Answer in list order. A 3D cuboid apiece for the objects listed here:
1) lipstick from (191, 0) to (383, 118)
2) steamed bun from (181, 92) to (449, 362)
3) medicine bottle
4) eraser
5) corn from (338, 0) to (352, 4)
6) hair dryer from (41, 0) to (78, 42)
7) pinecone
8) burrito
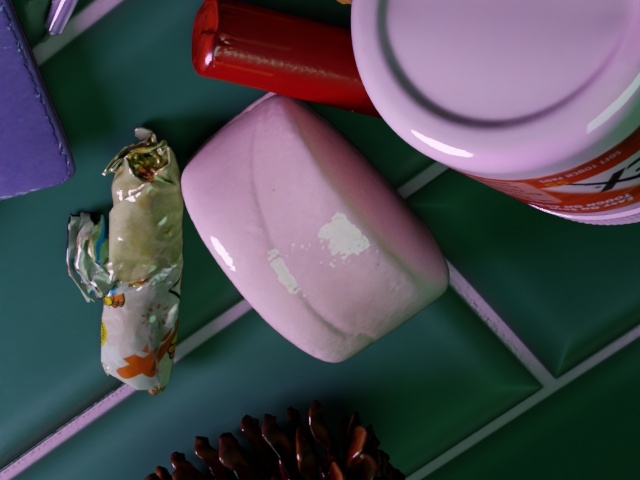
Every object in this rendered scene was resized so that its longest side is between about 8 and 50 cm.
[{"bbox_3d":[0.028,-0.142,1.201,0.279,0.073,0.073,11,123,-23],"label":"lipstick"},{"bbox_3d":[0.000,0.000,1.242,0.146,0.164,0.241,-36,129,14],"label":"steamed bun"},{"bbox_3d":[0.181,-0.152,1.049,0.252,0.252,0.241,-43,154,18],"label":"medicine bottle"},{"bbox_3d":[-0.268,-0.134,1.144,0.082,0.036,0.225,-18,129,-2],"label":"eraser"},{"bbox_3d":[0.015,-0.304,1.058,0.097,0.097,0.320,-19,127,-1],"label":"corn"},{"bbox_3d":[-0.200,-0.199,1.119,0.063,0.037,0.114,17,128,-24],"label":"hair dryer"},{"bbox_3d":[-0.051,0.283,1.403,0.292,0.246,0.246,-8,130,9],"label":"pinecone"},{"bbox_3d":[-0.176,0.028,1.287,0.104,0.054,0.288,-1,128,-12],"label":"burrito"}]
